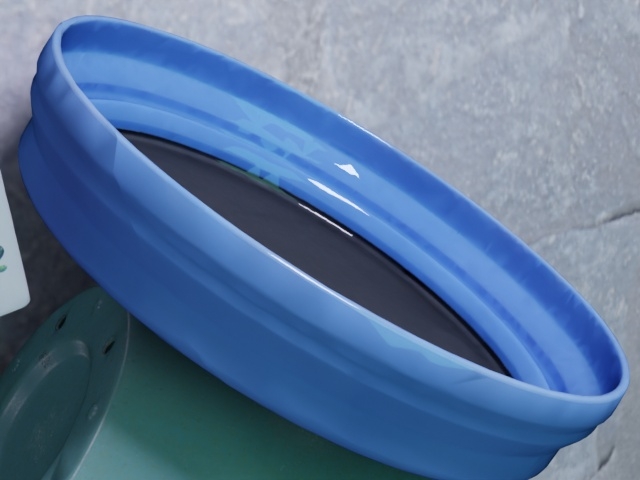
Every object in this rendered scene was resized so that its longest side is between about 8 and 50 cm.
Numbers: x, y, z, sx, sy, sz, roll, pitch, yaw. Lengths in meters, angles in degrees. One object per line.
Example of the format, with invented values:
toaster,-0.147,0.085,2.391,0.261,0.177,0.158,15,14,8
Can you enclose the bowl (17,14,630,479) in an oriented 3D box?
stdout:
bowl,0.000,0.000,0.773,0.391,0.391,0.077,16,113,-45

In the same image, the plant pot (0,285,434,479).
plant pot,-0.078,0.159,0.775,0.235,0.293,0.293,35,70,-27

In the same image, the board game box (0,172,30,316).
board game box,-0.258,-0.110,0.590,0.097,0.224,0.303,-26,113,-39
